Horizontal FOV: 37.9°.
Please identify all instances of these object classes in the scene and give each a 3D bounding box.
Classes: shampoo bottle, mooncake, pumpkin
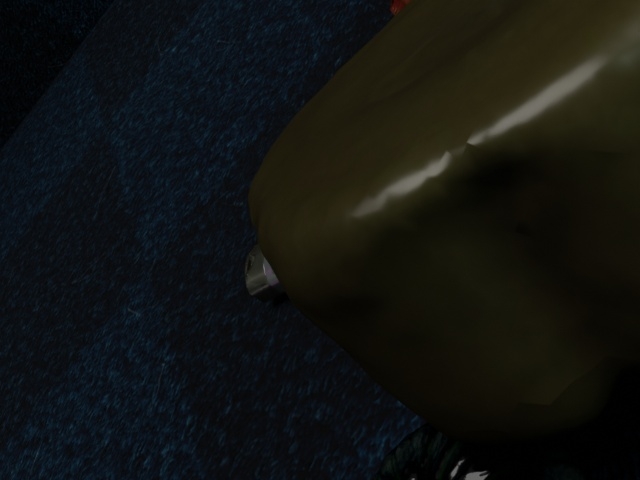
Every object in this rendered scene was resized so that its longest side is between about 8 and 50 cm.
[{"bbox_3d":[0.000,0.000,1.144,0.227,0.056,0.086,-28,39,37],"label":"shampoo bottle"},{"bbox_3d":[0.173,-0.070,0.675,0.467,0.262,0.467,-36,16,12],"label":"mooncake"},{"bbox_3d":[0.113,0.223,0.690,0.202,0.140,0.202,-25,51,35],"label":"pumpkin"}]

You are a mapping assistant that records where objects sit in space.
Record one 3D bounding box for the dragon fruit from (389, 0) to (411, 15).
[{"bbox_3d":[0.141,-0.369,1.229,0.166,0.133,0.136,-57,21,18],"label":"dragon fruit"}]
